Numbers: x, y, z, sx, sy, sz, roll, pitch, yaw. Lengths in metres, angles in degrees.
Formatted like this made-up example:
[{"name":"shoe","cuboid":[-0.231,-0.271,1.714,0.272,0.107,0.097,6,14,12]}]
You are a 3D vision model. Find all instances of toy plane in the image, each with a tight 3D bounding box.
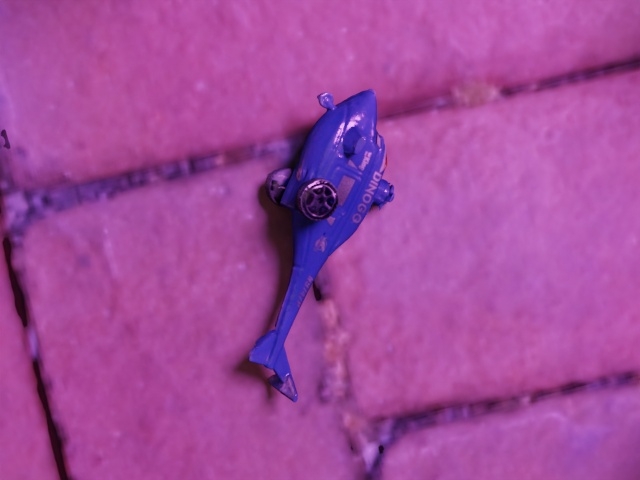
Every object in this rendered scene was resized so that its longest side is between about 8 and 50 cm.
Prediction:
[{"name":"toy plane","cuboid":[0.000,0.000,0.560,0.062,0.054,0.167,20,92,-26]}]
